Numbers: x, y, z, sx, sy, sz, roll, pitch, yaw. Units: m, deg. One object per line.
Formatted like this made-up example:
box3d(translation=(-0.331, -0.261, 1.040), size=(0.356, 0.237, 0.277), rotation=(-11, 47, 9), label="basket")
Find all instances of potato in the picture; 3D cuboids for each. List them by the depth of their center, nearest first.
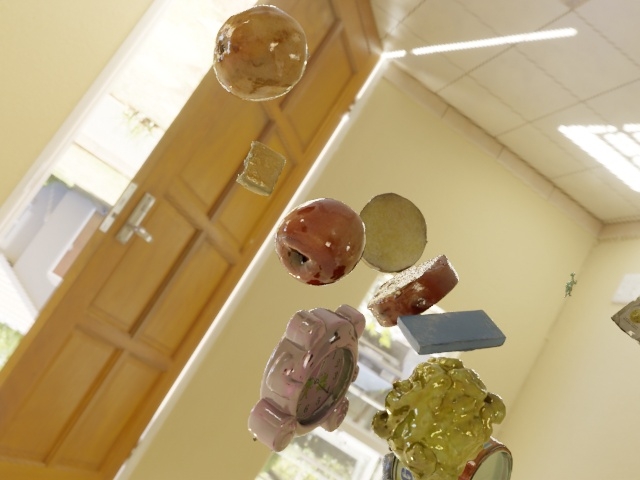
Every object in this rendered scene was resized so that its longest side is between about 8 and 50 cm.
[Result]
box3d(translation=(0.213, -0.004, 2.216), size=(0.239, 0.299, 0.116), rotation=(24, 147, 0), label="potato")

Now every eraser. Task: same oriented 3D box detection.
box3d(translation=(0.393, 0.273, 2.091), size=(0.311, 0.043, 0.144), rotation=(-2, -147, -25), label="eraser")

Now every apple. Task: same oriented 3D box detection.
box3d(translation=(0.000, 0.000, 1.434), size=(0.180, 0.168, 0.181), rotation=(26, 144, 21), label="apple")

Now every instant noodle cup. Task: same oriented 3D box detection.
box3d(translation=(0.365, 0.614, 1.884), size=(0.214, 0.296, 0.296), rotation=(21, 164, 44), label="instant noodle cup")

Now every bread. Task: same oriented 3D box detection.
box3d(translation=(-0.102, -0.123, 1.214), size=(0.070, 0.083, 0.035), rotation=(25, 159, -23), label="bread")
box3d(translation=(0.304, 0.163, 2.290), size=(0.114, 0.295, 0.327), rotation=(59, -153, -2), label="bread")

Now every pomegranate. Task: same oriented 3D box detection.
box3d(translation=(-0.126, -0.391, 1.477), size=(0.207, 0.207, 0.207), rotation=(30, 168, 7), label="pomegranate")

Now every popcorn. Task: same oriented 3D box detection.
box3d(translation=(0.247, 0.372, 1.487), size=(0.241, 0.250, 0.235), rotation=(42, -179, 24), label="popcorn")

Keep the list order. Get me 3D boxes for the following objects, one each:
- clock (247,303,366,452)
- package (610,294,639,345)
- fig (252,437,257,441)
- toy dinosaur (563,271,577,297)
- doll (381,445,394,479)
box3d(translation=(-0.019, 0.311, 1.628), size=(0.113, 0.322, 0.295), rotation=(27, -165, 33), label="clock")
box3d(translation=(0.800, 0.185, 1.622), size=(0.171, 0.173, 0.027), rotation=(48, 180, 34), label="package")
box3d(translation=(-0.120, 0.470, 1.772), size=(0.088, 0.125, 0.089), rotation=(13, 121, 23), label="fig")
box3d(translation=(0.677, 0.121, 1.903), size=(0.021, 0.062, 0.083), rotation=(9, 165, -4), label="toy dinosaur")
box3d(translation=(0.318, 0.705, 2.168), size=(0.258, 0.154, 0.228), rotation=(-11, 164, 21), label="doll")
